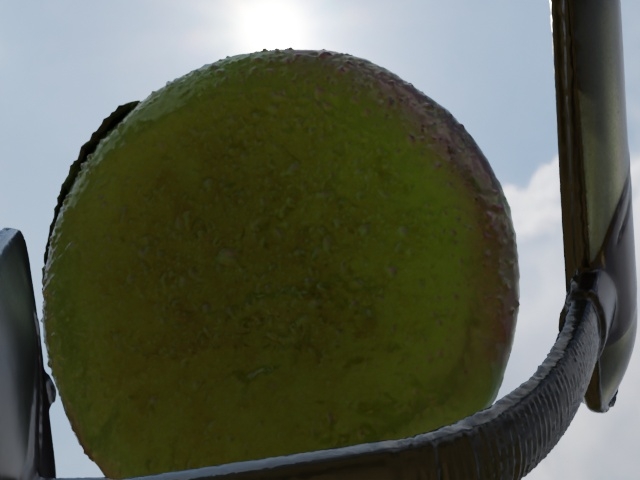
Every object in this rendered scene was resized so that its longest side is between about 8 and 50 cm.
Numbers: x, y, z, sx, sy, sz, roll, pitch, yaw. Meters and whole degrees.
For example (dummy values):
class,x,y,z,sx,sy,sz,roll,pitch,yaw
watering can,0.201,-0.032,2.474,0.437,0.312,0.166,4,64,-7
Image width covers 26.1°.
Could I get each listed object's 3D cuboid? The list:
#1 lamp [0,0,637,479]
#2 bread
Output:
class,x,y,z,sx,sy,sz,roll,pitch,yaw
lamp,0.004,0.001,0.453,0.283,0.124,0.203,-12,-74,-18
bread,-0.034,0.021,0.795,0.301,0.301,0.045,7,-10,19
